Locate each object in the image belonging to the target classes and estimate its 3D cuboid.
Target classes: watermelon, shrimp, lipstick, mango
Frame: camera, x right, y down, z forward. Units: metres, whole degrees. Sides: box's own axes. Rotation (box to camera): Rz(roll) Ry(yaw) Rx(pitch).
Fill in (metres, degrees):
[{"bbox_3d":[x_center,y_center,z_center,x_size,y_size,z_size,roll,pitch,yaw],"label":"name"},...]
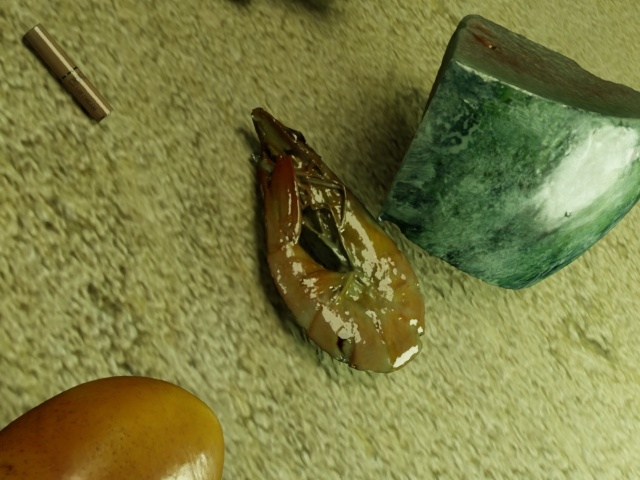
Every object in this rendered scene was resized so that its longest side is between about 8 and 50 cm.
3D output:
[{"bbox_3d":[0.179,-0.106,1.435,0.387,0.228,0.258,9,38,-45],"label":"watermelon"},{"bbox_3d":[0.000,-0.001,1.310,0.145,0.061,0.267,-21,83,-40],"label":"shrimp"},{"bbox_3d":[-0.208,-0.138,1.219,0.094,0.019,0.019,49,41,-9],"label":"lipstick"},{"bbox_3d":[-0.149,0.174,0.993,0.252,0.126,0.154,-29,98,-51],"label":"mango"}]
